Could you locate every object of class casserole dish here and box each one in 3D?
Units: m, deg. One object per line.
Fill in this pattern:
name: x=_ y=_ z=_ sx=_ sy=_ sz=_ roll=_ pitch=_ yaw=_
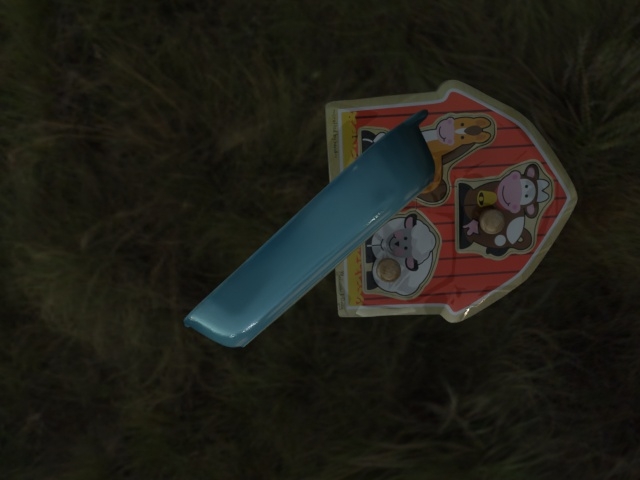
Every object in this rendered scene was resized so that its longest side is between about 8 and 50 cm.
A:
casserole dish: x=0.000 y=0.000 z=0.545 sx=0.188 sy=0.114 sz=0.037 roll=-43 pitch=88 yaw=16

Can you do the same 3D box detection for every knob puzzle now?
knob puzzle: x=0.105 y=-0.027 z=0.733 sx=0.213 sy=0.030 sz=0.213 roll=-1 pitch=102 yaw=-5
